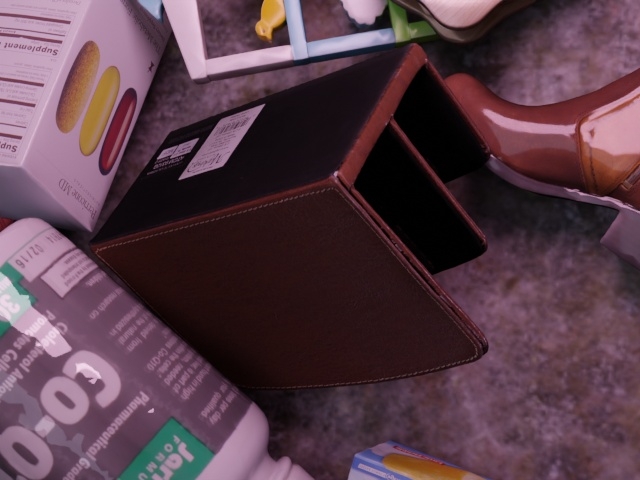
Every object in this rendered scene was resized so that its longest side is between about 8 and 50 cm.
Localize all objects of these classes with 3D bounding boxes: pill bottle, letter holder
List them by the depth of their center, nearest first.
[{"bbox_3d":[0.000,0.000,1.094,0.302,0.152,0.214,-14,126,45],"label":"letter holder"},{"bbox_3d":[-0.174,0.167,1.118,0.361,0.204,0.204,41,107,-2],"label":"pill bottle"}]

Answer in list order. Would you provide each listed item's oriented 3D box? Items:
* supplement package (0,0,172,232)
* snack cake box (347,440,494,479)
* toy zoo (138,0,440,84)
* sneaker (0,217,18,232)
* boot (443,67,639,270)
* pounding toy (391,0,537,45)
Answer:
[{"bbox_3d":[-0.247,-0.150,1.197,0.134,0.139,0.244,10,70,23],"label":"supplement package"},{"bbox_3d":[0.140,0.286,1.106,0.264,0.089,0.152,17,97,23],"label":"snack cake box"},{"bbox_3d":[-0.027,-0.247,1.150,0.293,0.030,0.192,-9,86,3],"label":"toy zoo"},{"bbox_3d":[-0.302,0.040,1.308,0.125,0.104,0.262,39,102,-8],"label":"sneaker"},{"bbox_3d":[0.257,-0.144,1.046,0.264,0.096,0.280,37,104,19],"label":"boot"},{"bbox_3d":[0.156,-0.281,1.043,0.269,0.155,0.154,-33,84,5],"label":"pounding toy"}]
